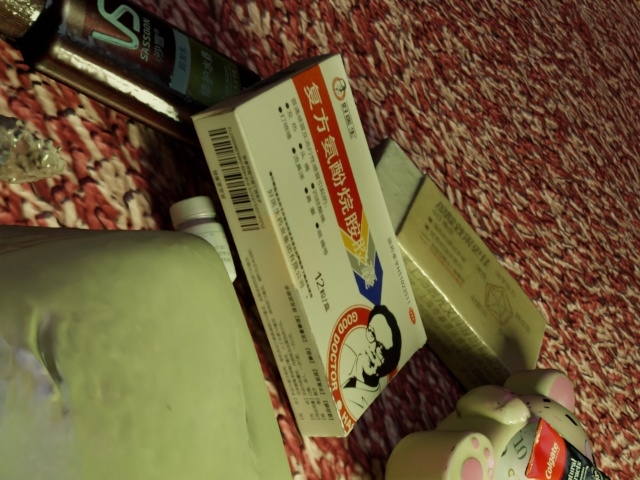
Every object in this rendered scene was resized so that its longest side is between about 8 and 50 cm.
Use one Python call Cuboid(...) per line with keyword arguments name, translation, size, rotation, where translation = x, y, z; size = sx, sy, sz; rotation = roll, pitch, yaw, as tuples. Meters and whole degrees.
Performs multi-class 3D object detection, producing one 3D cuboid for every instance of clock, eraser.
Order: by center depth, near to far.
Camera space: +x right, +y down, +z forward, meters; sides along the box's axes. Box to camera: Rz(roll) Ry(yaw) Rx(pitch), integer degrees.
Cuboid(name="clock", translation=(0.216, 0.300, 1.180), size=(0.309, 0.114, 0.284), rotation=(-27, 99, -46))
Cuboid(name="eraser", translation=(0.149, 0.043, 1.318), size=(0.343, 0.078, 0.144), rotation=(49, 40, -18))

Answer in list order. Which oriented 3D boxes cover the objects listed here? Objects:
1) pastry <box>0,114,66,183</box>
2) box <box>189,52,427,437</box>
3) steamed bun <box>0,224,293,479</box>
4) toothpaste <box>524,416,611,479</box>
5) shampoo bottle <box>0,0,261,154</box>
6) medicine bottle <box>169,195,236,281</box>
Cuboid(name="pastry", translation=(-0.312, -0.040, 0.797), size=(0.112, 0.103, 0.265), rotation=(61, 34, -15))
Cuboid(name="box", translation=(0.000, 0.000, 1.108), size=(0.214, 0.069, 0.353), rotation=(-39, 117, -52))
Cuboid(name="steamed bun", translation=(-0.190, 0.170, 0.614), size=(0.456, 0.290, 0.371), rotation=(-18, 94, -50))
Cuboid(name="toothpaste", translation=(0.290, 0.274, 1.163), size=(0.193, 0.045, 0.071), rotation=(41, 56, -27))
Cuboid(name="shampoo bottle", translation=(-0.196, -0.185, 1.039), size=(0.323, 0.084, 0.129), rotation=(27, 48, -38))
Cuboid(name="medicine bottle", translation=(-0.118, 0.004, 1.044), size=(0.052, 0.052, 0.089), rotation=(0, 69, -50))
